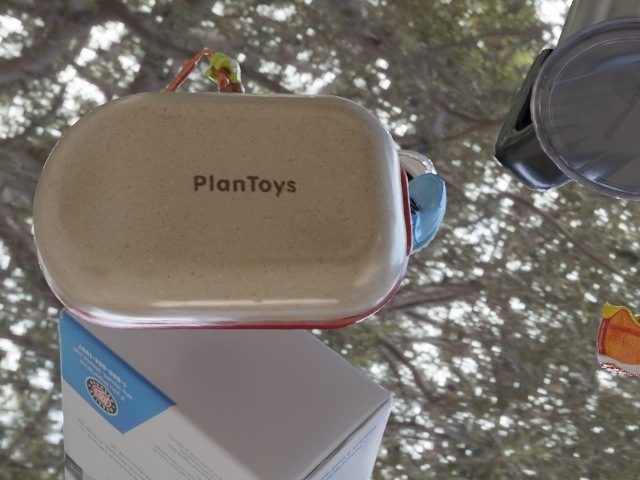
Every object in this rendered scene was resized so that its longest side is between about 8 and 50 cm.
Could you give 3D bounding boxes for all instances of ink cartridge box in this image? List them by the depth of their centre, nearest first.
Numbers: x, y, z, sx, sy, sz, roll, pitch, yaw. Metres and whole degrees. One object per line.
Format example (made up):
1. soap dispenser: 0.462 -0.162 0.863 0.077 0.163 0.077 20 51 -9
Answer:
1. ink cartridge box: -0.088 0.189 0.873 0.223 0.129 0.307 34 -42 23

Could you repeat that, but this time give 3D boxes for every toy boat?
1. toy boat: -0.063 -0.004 0.698 0.151 0.231 0.151 106 -17 -65

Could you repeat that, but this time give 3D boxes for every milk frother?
1. milk frother: 0.163 -0.063 0.479 0.135 0.143 0.129 -62 179 -43

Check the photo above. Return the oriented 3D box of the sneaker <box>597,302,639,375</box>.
1. sneaker: 0.309 0.079 0.895 0.064 0.175 0.067 -167 -97 -68

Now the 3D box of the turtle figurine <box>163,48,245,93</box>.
1. turtle figurine: -0.078 -0.042 0.981 0.217 0.087 0.270 6 -100 50

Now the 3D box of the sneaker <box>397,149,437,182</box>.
1. sneaker: 0.000 0.000 1.286 0.321 0.127 0.126 -41 -95 1

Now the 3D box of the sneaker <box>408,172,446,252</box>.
1. sneaker: 0.075 -0.014 1.083 0.063 0.073 0.162 40 -118 11
